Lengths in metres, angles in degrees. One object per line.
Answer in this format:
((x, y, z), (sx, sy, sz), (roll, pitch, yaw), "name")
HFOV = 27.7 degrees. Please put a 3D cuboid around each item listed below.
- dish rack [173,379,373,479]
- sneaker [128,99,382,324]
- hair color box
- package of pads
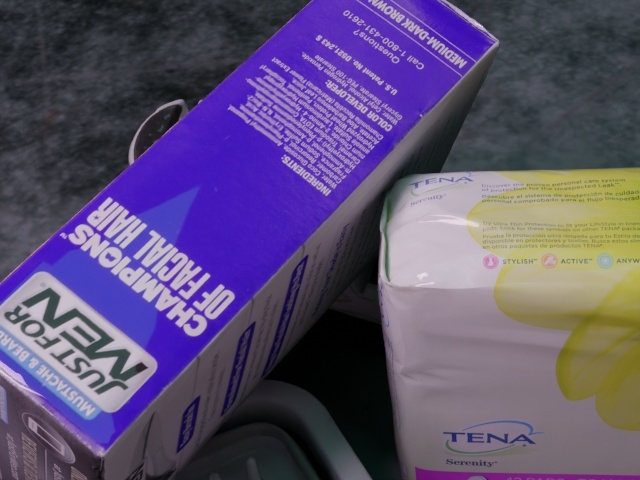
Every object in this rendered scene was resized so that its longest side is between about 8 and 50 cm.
((-0.067, 0.247, 0.718), (0.285, 0.072, 0.333), (-23, 46, -14), "dish rack")
((0.000, 0.000, 0.939), (0.292, 0.118, 0.110), (25, 58, 5), "sneaker")
((-0.050, 0.006, 0.753), (0.110, 0.185, 0.339), (36, 61, 10), "hair color box")
((0.185, 0.063, 0.756), (0.296, 0.229, 0.101), (-2, 44, 7), "package of pads")
